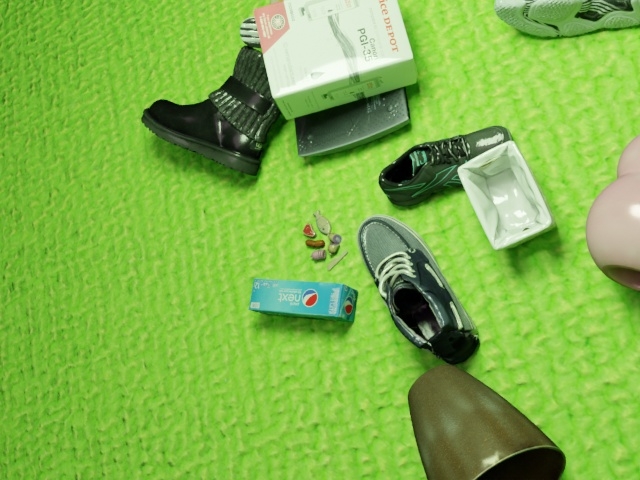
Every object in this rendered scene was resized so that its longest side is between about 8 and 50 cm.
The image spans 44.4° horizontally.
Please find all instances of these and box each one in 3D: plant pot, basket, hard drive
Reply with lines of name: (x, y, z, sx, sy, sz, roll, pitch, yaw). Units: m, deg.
plant pot: (0.243, 0.323, 1.288, 0.215, 0.215, 0.230, -44, 44, 11)
basket: (0.333, -0.073, 1.385, 0.113, 0.103, 0.167, -27, 74, 20)
hard drive: (0.065, -0.273, 1.642, 0.254, 0.054, 0.172, -16, 67, 25)

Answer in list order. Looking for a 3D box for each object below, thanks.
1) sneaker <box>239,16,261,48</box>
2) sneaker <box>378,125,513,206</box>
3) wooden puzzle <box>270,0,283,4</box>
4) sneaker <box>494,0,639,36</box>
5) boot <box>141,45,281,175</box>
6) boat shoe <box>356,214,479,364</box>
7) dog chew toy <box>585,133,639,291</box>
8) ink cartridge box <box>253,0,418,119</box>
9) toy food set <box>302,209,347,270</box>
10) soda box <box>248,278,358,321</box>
sneaker: (-0.057, -0.457, 1.709, 0.228, 0.132, 0.086, 8, 112, -3)
sneaker: (0.232, -0.143, 1.479, 0.267, 0.106, 0.101, -26, 62, 19)
wooden puzzle: (-0.020, -0.493, 1.764, 0.220, 0.044, 0.239, -10, 70, 27)
sneaker: (0.503, -0.499, 1.421, 0.365, 0.137, 0.210, 0, 74, 24)
boot: (-0.226, -0.319, 1.757, 0.347, 0.131, 0.260, 25, 101, 23)
boat shoe: (0.153, 0.066, 1.426, 0.127, 0.158, 0.341, -44, 59, 11)
dog chew toy: (0.552, -0.085, 1.231, 0.206, 0.206, 0.332, 18, 77, 32)
ink cartridge box: (0.031, -0.387, 1.555, 0.282, 0.117, 0.207, -15, 74, 7)
toy food set: (0.000, 0.000, 1.615, 0.078, 0.019, 0.122, -45, 59, 10)
soda box: (-0.035, 0.119, 1.567, 0.210, 0.071, 0.067, 2, 77, 30)
